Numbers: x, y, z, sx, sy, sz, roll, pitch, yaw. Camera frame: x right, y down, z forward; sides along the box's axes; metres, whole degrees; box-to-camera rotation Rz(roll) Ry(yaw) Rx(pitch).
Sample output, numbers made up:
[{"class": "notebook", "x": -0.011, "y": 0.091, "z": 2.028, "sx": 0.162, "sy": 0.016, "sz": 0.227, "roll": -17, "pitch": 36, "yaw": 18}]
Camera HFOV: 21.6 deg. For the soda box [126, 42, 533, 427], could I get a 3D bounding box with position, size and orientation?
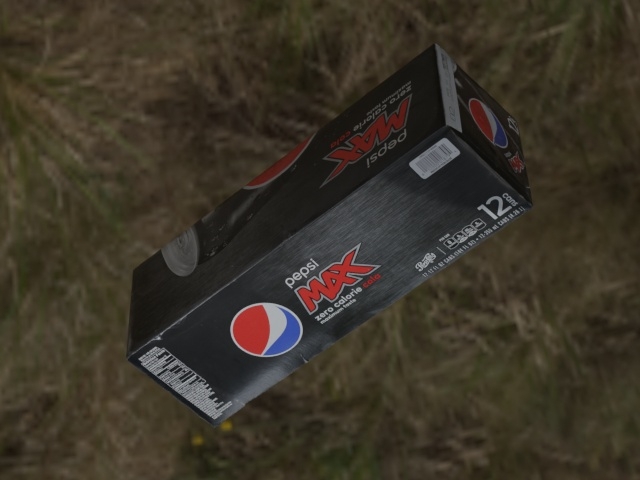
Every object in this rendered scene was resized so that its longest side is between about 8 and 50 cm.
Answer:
[{"class": "soda box", "x": 0.000, "y": 0.000, "z": 0.659, "sx": 0.169, "sy": 0.060, "sz": 0.053, "roll": -35, "pitch": 122, "yaw": 24}]
